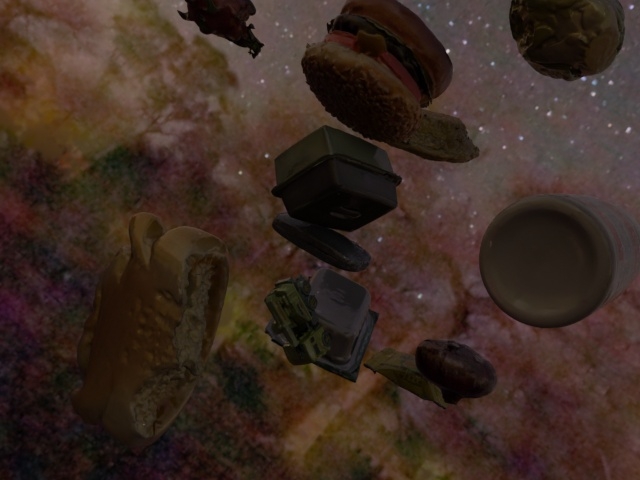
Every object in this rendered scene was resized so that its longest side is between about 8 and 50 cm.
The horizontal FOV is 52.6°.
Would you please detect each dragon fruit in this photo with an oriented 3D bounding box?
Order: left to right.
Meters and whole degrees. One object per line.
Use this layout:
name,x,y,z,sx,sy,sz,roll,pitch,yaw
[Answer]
dragon fruit,-0.205,-0.479,1.376,0.137,0.135,0.236,36,-6,35

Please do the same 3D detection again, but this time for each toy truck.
toy truck,-0.051,0.161,1.248,0.077,0.100,0.169,-15,-78,32

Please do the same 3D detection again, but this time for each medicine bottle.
medicine bottle,0.435,0.025,1.125,0.211,0.211,0.371,36,22,28

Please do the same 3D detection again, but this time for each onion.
onion,0.319,0.318,1.554,0.205,0.151,0.098,13,-6,17

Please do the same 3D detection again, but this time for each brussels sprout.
brussels sprout,0.678,-0.582,1.800,0.343,0.268,0.344,16,30,-9

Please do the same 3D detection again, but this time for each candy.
candy,0.301,0.431,2.070,0.297,0.081,0.187,27,24,25

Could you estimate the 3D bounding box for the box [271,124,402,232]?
box,0.041,-0.138,1.550,0.290,0.220,0.166,13,57,-47

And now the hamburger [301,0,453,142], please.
hamburger,0.128,-0.392,1.526,0.330,0.250,0.330,41,-6,6

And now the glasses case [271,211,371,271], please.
glasses case,0.000,0.000,1.593,0.282,0.067,0.109,28,21,31

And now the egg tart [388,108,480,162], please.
egg tart,0.349,-0.338,2.054,0.341,0.132,0.341,10,18,-3

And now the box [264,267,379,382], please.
box,0.028,0.190,1.708,0.264,0.106,0.337,28,31,2

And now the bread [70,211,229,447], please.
bread,-0.326,0.170,1.237,0.245,0.424,0.329,19,-2,-6
